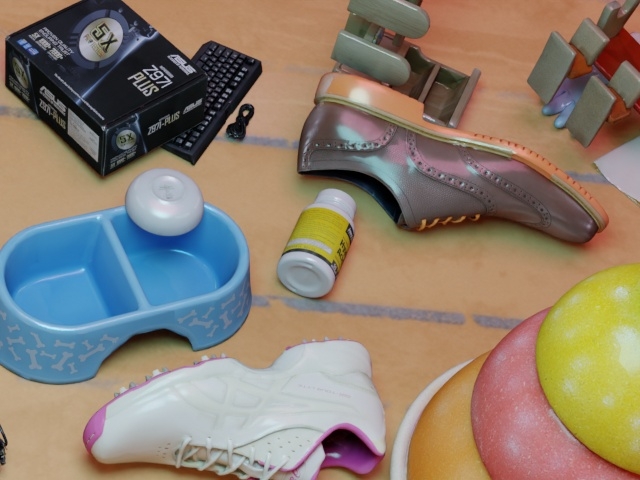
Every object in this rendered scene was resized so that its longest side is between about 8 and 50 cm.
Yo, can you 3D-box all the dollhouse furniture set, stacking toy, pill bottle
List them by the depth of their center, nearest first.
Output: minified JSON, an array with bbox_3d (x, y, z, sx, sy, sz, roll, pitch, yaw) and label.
[{"bbox_3d":[0.280,0.140,1.501,0.351,0.480,0.350,8,51,-10],"label":"stacking toy"},{"bbox_3d":[0.000,0.000,1.800,0.065,0.065,0.116,22,50,1],"label":"pill bottle"},{"bbox_3d":[0.122,-0.248,1.917,0.161,0.242,0.212,24,50,3],"label":"dollhouse furniture set"},{"bbox_3d":[0.411,-0.166,2.000,0.262,0.135,0.259,-23,64,-33],"label":"dollhouse furniture set"}]

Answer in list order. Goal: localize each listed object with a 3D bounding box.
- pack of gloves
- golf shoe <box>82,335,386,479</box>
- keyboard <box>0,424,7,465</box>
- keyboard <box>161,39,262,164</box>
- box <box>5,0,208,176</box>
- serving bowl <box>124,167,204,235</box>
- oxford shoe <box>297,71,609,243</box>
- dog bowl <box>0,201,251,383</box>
[{"bbox_3d":[0.399,-0.166,2.063,0.195,0.046,0.232,43,54,19],"label":"pack of gloves"},{"bbox_3d":[-0.072,0.183,1.606,0.306,0.115,0.140,-10,60,-22],"label":"golf shoe"},{"bbox_3d":[-0.340,0.199,1.573,0.100,0.038,0.192,-20,59,-2],"label":"keyboard"},{"bbox_3d":[-0.125,-0.158,1.917,0.108,0.023,0.180,27,51,6],"label":"keyboard"},{"bbox_3d":[-0.239,-0.178,1.848,0.147,0.077,0.180,-31,61,-32],"label":"box"},{"bbox_3d":[-0.159,-0.045,1.717,0.083,0.027,0.083,8,51,-10],"label":"serving bowl"},{"bbox_3d":[0.146,-0.059,1.879,0.364,0.130,0.132,23,78,-3],"label":"oxford shoe"},{"bbox_3d":[-0.205,0.042,1.701,0.297,0.074,0.166,-14,58,-25],"label":"dog bowl"}]
